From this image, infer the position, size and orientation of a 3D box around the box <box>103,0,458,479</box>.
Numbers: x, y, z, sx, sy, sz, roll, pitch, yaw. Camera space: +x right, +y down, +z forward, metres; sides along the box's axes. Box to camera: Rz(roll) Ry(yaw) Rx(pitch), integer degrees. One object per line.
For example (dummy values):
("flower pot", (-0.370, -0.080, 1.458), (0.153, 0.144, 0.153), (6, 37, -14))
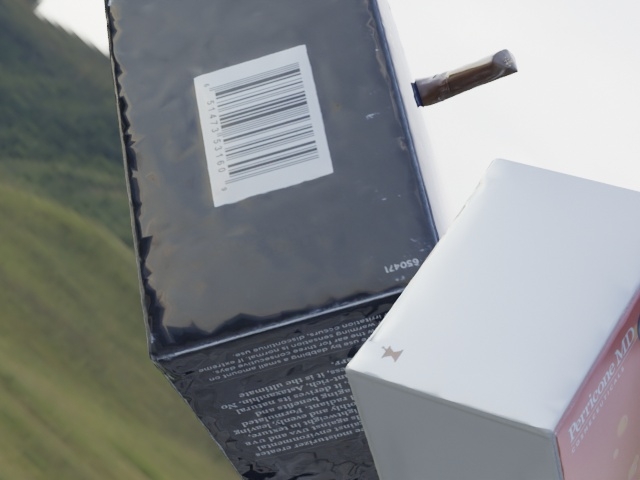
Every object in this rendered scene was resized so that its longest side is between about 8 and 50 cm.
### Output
("box", (0.000, 0.000, 1.066), (0.294, 0.183, 0.296), (66, 10, -56))

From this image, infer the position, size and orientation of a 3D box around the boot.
("boot", (0.123, -0.150, 1.516), (0.114, 0.106, 0.037), (-15, -84, 31))

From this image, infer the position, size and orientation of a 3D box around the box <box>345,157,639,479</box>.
("box", (0.095, 0.076, 0.680), (0.091, 0.130, 0.170), (16, -38, 30))
